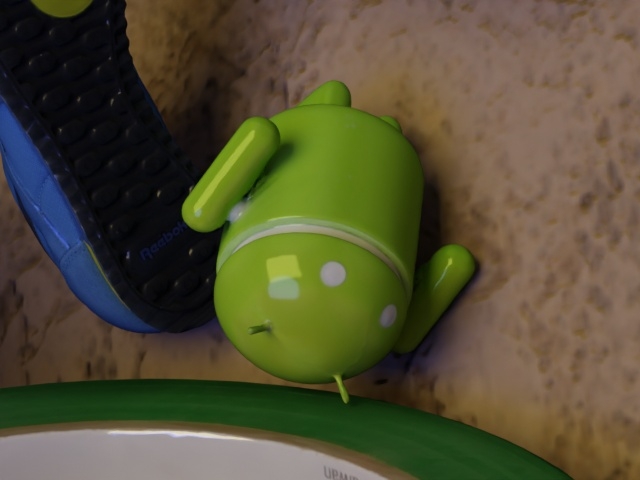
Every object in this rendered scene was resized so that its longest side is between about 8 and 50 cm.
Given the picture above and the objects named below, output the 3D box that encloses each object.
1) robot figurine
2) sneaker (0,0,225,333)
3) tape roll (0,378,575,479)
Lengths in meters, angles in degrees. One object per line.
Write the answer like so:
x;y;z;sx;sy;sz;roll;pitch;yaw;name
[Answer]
0.000;0.000;0.657;0.067;0.101;0.115;-35;31;38;robot figurine
-0.102;-0.059;0.703;0.069;0.209;0.082;-33;22;-27;sneaker
-0.073;0.125;0.525;0.321;0.321;0.077;9;110;38;tape roll
